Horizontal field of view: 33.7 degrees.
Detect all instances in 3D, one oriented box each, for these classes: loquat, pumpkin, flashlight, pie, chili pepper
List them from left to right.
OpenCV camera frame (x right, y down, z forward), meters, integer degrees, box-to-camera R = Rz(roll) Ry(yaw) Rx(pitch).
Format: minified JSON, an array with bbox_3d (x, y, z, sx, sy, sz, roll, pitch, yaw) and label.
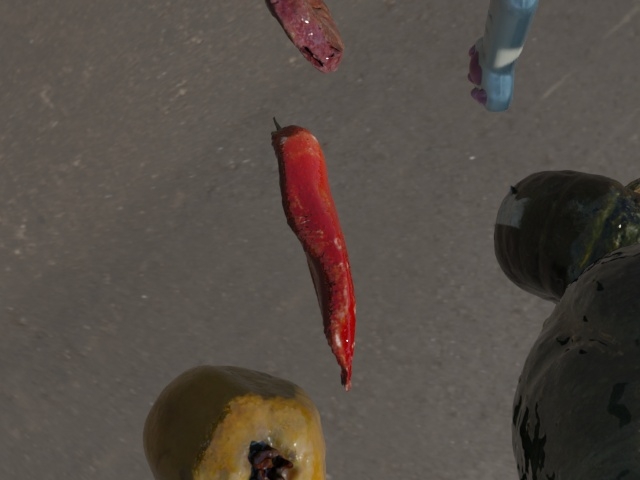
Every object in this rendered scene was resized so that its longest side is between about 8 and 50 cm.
[{"bbox_3d":[-0.089,0.220,1.118,0.187,0.234,0.176,-6,104,-28],"label":"loquat"},{"bbox_3d":[-0.022,-0.220,0.986,0.038,0.153,0.153,-35,105,12],"label":"pie"},{"bbox_3d":[0.000,0.000,0.606,0.027,0.045,0.178,-17,64,10],"label":"chili pepper"},{"bbox_3d":[0.191,-0.214,1.121,0.048,0.200,0.093,-3,63,-4],"label":"flashlight"},{"bbox_3d":[0.346,0.003,1.274,0.260,0.260,0.189,23,93,-23],"label":"pumpkin"},{"bbox_3d":[0.278,0.150,0.683,0.292,0.257,0.327,1,48,-14],"label":"pumpkin"}]
